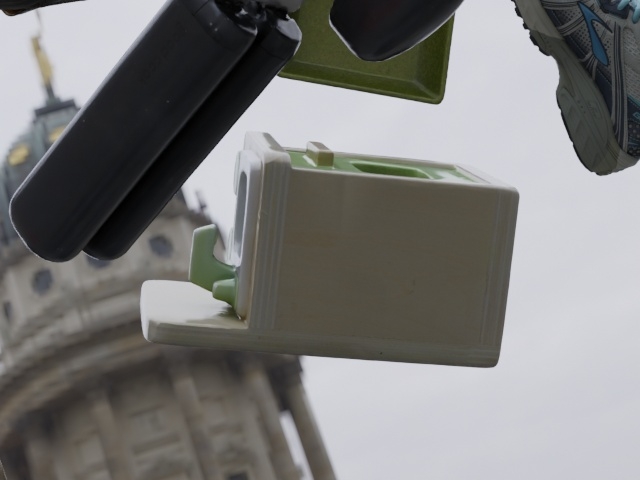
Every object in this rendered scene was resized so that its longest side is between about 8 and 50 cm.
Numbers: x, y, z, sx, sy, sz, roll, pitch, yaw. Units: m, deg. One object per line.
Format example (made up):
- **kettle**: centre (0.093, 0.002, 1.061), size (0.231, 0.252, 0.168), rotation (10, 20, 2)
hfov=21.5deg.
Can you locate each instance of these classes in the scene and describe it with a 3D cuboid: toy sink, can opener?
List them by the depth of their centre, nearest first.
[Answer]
- **can opener**: centre (-0.032, -0.078, 0.790), size (0.283, 0.095, 0.076), rotation (-48, -23, 23)
- **toy sink**: centre (0.000, 0.000, 1.152), size (0.234, 0.131, 0.153), rotation (5, 8, -8)

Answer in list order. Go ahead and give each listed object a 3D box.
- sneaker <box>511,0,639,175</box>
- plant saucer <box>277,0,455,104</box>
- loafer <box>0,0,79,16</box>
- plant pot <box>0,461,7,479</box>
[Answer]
- **sneaker**: centre (0.263, -0.207, 1.573), size (0.122, 0.283, 0.110), rotation (-19, 15, 26)
- **plant saucer**: centre (0.048, -0.248, 1.795), size (0.188, 0.188, 0.045), rotation (9, -5, -13)
- **loafer**: centre (-0.240, -0.209, 1.350), size (0.170, 0.062, 0.061), rotation (1, -50, -57)
- **plant pot**: centre (-0.382, 0.218, 1.103), size (0.256, 0.256, 0.274), rotation (-38, 0, 30)
